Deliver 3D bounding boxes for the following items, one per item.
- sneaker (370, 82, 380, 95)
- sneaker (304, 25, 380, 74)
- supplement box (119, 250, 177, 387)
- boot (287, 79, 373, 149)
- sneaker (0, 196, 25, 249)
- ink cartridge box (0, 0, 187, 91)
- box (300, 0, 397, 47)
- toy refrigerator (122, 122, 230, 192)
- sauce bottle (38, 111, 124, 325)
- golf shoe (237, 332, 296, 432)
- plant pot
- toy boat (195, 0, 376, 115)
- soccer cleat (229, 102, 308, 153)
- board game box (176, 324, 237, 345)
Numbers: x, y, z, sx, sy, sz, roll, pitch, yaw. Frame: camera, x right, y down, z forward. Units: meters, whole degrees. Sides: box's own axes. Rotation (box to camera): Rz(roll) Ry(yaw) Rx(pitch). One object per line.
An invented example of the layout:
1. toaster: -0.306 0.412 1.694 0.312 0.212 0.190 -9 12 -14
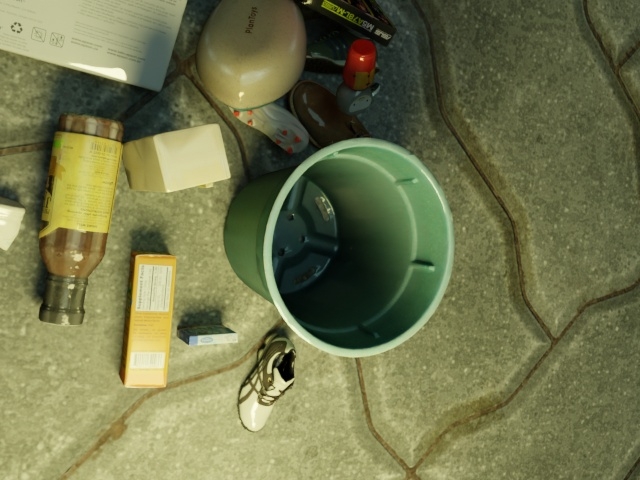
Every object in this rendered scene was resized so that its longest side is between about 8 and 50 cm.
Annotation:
1. sneaker: 0.088 -0.302 1.371 0.083 0.031 0.035 -43 104 -21
2. sneaker: 0.026 -0.379 1.322 0.192 0.064 0.086 1 81 -23
3. supplement box: -0.305 0.137 1.188 0.080 0.078 0.233 7 91 -24
4. boot: 0.064 -0.201 1.323 0.305 0.115 0.112 44 77 -21
5. sneaker: -0.580 -0.037 1.041 0.212 0.080 0.094 17 99 -28
6. ink cartridge box: -0.366 -0.433 1.047 0.324 0.071 0.330 12 113 -26
7. box: 0.036 -0.449 1.252 0.184 0.191 0.045 20 120 -28
8. toy refrigerator: -0.243 -0.127 1.088 0.102 0.269 0.094 -16 101 -25
9. sauce bottle: -0.402 -0.034 1.105 0.111 0.111 0.344 10 89 -27
10. golf shoe: -0.101 0.281 1.293 0.077 0.094 0.198 17 88 -28
11. plant pot: 0.000 0.000 1.184 0.341 0.334 0.341 -2 95 -26
12. toy boat: -0.058 -0.308 1.184 0.318 0.148 0.267 13 57 1
13. soccer cleat: -0.104 -0.239 1.269 0.196 0.076 0.068 40 118 -9
14. board game box: -0.209 0.173 1.230 0.090 0.090 0.020 0 93 -27
